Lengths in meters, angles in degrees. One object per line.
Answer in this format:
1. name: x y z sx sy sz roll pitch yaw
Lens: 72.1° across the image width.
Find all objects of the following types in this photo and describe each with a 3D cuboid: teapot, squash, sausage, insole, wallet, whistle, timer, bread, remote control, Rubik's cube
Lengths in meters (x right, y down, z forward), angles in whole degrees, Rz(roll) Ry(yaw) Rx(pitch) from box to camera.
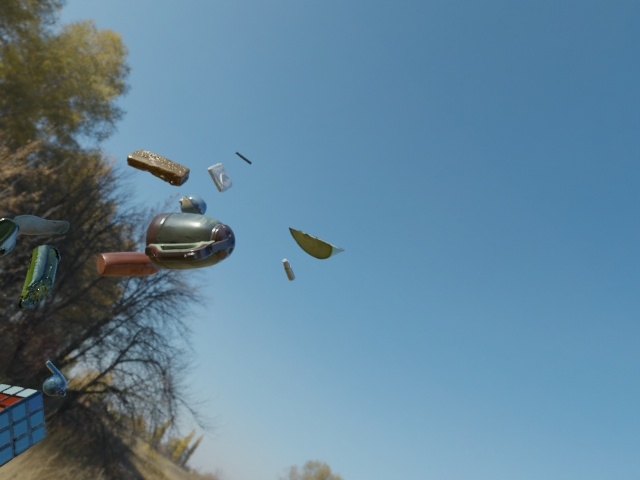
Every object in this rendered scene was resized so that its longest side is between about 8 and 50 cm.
1. teapot: -0.502 0.015 1.698 0.313 0.315 0.233 0 -73 21
2. squash: 0.000 0.000 2.064 0.237 0.155 0.203 26 -35 26
3. sausage: -0.822 0.103 1.909 0.114 0.259 0.113 -1 -92 46
4. insole: -1.048 -0.054 1.653 0.003 0.080 0.232 27 6 20
5. wallet: -0.440 -0.281 1.951 0.032 0.183 0.124 -25 -77 12
6. whistle: -1.092 0.576 1.789 0.158 0.090 0.090 42 -31 9
7. timer: -0.828 -0.194 2.702 0.175 0.256 0.175 162 -90 -73
8. bread: -0.750 -0.334 2.037 0.271 0.139 0.077 22 -60 -4
9. remote control: -0.369 -0.397 2.113 0.091 0.016 0.034 36 -4 -16
10. Rubik's cube: -0.920 0.525 1.259 0.164 0.160 0.162 2 -80 17

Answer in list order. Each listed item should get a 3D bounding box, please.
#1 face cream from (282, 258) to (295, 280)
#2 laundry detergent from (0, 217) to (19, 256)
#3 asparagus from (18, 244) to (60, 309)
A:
1. face cream: -0.146 0.130 1.989 0.034 0.034 0.130 17 -35 29
2. laundry detergent: -1.085 0.009 1.491 0.063 0.137 0.211 33 -34 -20
3. asparagus: -1.324 0.174 2.080 0.129 0.381 0.108 12 -57 -30
